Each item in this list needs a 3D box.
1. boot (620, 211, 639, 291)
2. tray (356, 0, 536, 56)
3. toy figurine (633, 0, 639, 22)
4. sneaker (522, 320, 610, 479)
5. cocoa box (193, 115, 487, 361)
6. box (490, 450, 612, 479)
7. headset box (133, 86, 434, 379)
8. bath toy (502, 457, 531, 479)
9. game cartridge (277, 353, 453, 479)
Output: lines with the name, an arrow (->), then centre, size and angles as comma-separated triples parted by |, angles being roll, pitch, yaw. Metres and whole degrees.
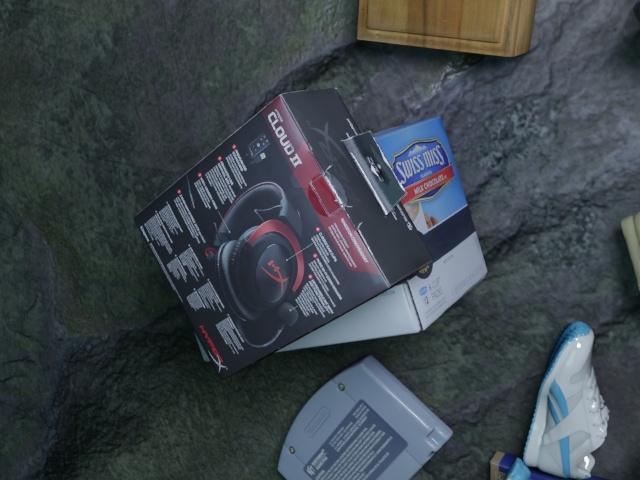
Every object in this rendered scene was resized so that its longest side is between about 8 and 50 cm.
boot -> 0.462, 0.053, 0.825 | 0.203, 0.095, 0.262 | -30, 83, 35
tray -> 0.155, -0.428, 0.868 | 0.202, 0.076, 0.411 | 15, 115, 28
toy figurine -> 0.421, -0.263, 0.719 | 0.209, 0.148, 0.213 | 23, 120, 31
sneaker -> 0.326, 0.205, 0.988 | 0.092, 0.087, 0.229 | 14, 122, 21
cocoa box -> 0.000, 0.000, 1.024 | 0.347, 0.231, 0.228 | -13, 98, 35
box -> 0.346, 0.382, 1.063 | 0.225, 0.036, 0.137 | 6, 110, 30
headset box -> -0.037, -0.009, 0.834 | 0.293, 0.110, 0.218 | -34, 84, 35
bath toy -> 0.369, 0.420, 0.968 | 0.348, 0.151, 0.129 | 32, 91, 14
game cartridge -> 0.054, 0.322, 1.220 | 0.198, 0.062, 0.297 | 45, 125, 17
